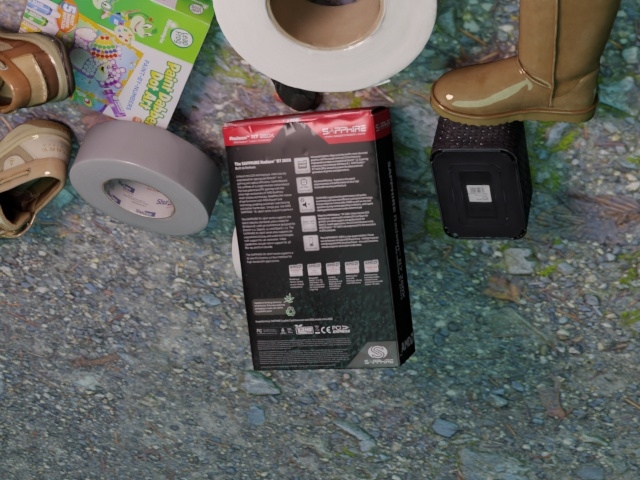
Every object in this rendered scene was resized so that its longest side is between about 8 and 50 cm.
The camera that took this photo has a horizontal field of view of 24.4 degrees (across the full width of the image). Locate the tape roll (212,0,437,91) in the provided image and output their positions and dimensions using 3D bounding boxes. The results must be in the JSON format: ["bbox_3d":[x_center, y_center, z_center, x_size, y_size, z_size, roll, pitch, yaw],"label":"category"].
[{"bbox_3d":[0.010,-0.325,1.873,0.286,0.100,0.286,3,134,3],"label":"tape roll"}]

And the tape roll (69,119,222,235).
[{"bbox_3d":[-0.261,-0.092,2.219,0.219,0.072,0.219,14,155,7],"label":"tape roll"}]

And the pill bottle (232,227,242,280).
[{"bbox_3d":[-0.010,0.012,2.253,0.229,0.131,0.131,0,136,18],"label":"pill bottle"}]

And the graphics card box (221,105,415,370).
[{"bbox_3d":[0.000,0.000,2.126,0.233,0.094,0.370,-4,99,19],"label":"graphics card box"}]

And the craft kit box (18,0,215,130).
[{"bbox_3d":[-0.295,-0.282,2.078,0.247,0.061,0.250,20,139,-9],"label":"craft kit box"}]

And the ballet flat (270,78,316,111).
[{"bbox_3d":[-0.051,-0.246,2.059,0.057,0.049,0.173,-28,133,5],"label":"ballet flat"}]

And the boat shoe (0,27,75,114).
[{"bbox_3d":[-0.483,-0.235,2.074,0.324,0.120,0.122,4,118,44],"label":"boat shoe"}]

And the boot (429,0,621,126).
[{"bbox_3d":[0.262,-0.274,1.893,0.236,0.089,0.269,-1,138,1],"label":"boot"}]

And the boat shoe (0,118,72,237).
[{"bbox_3d":[-0.504,-0.061,2.317,0.122,0.110,0.341,14,144,-35],"label":"boat shoe"}]

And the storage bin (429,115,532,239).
[{"bbox_3d":[0.230,-0.091,2.100,0.122,0.084,0.180,1,138,17],"label":"storage bin"}]
